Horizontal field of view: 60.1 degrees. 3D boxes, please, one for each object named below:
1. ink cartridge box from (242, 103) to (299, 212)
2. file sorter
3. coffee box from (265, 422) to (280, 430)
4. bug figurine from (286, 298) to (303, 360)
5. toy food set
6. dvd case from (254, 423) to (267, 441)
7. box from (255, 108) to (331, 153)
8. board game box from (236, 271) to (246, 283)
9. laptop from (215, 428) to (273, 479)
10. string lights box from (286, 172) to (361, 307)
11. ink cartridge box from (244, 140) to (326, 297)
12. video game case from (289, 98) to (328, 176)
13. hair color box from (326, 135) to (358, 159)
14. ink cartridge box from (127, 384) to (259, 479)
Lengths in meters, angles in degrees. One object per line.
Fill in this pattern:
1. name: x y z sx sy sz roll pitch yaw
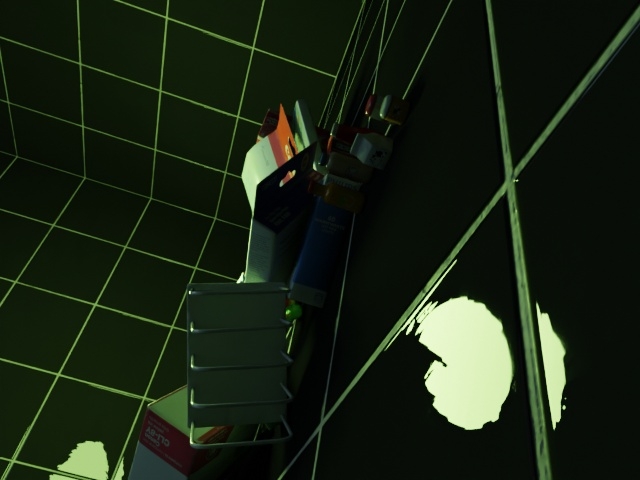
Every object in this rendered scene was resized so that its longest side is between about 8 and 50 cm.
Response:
1. ink cartridge box: -0.143 -0.172 1.675 0.385 0.091 0.307 116 139 -62
2. file sorter: -0.148 0.218 1.019 0.173 0.193 0.277 164 105 -77
3. coffee box: -0.126 0.325 1.201 0.040 0.113 0.184 -34 7 -3
4. bug figurine: -0.107 0.243 1.421 0.278 0.072 0.216 -70 12 -17
5. toy food set: 0.061 -0.167 0.954 0.111 0.105 0.232 -79 9 -45
6. dvd case: -0.156 0.478 1.445 0.221 0.018 0.164 -171 98 -83
7. box: -0.078 -0.315 1.835 0.128 0.257 0.122 123 166 -64
8. board game box: -0.177 0.180 1.367 0.193 0.045 0.146 -49 59 51
9. laptop: -0.185 0.686 1.143 0.408 0.236 0.381 -32 -30 -53
10. string lights box: 0.000 0.000 1.148 0.133 0.077 0.259 -175 103 -83
11. ink cartridge box: -0.065 -0.022 1.242 0.324 0.072 0.329 -50 -24 -56
12. video game case: -0.048 -0.184 1.599 0.300 0.036 0.328 120 139 -62
13. hair color box: 0.053 -0.210 1.280 0.141 0.072 0.043 -84 12 -57
14. ink cartridge box: -0.305 0.537 1.312 0.279 0.161 0.384 -15 -54 -64
